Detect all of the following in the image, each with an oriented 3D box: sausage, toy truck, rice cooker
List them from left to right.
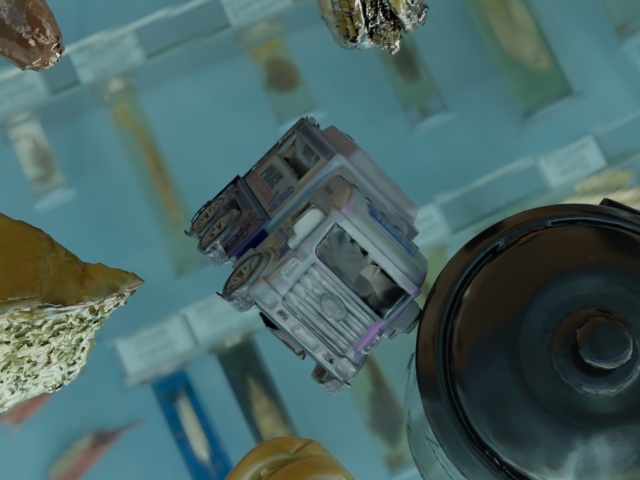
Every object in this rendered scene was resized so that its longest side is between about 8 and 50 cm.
[{"bbox_3d":[-0.374,-0.267,1.446,0.327,0.087,0.079,32,146,-25],"label":"sausage"},{"bbox_3d":[0.000,0.000,1.221,0.155,0.124,0.268,-46,-162,2],"label":"toy truck"},{"bbox_3d":[0.182,0.107,1.137,0.227,0.241,0.280,100,15,-69],"label":"rice cooker"}]

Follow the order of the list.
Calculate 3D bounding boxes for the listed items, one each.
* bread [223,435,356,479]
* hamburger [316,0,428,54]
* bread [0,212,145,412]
[{"bbox_3d":[-0.004,0.337,1.653,0.121,0.311,0.172,7,116,-47],"label":"bread"},{"bbox_3d":[0.032,-0.267,1.248,0.107,0.231,0.231,-12,170,4],"label":"hamburger"},{"bbox_3d":[-0.354,0.009,1.207,0.315,0.279,0.248,-11,148,-33],"label":"bread"}]
